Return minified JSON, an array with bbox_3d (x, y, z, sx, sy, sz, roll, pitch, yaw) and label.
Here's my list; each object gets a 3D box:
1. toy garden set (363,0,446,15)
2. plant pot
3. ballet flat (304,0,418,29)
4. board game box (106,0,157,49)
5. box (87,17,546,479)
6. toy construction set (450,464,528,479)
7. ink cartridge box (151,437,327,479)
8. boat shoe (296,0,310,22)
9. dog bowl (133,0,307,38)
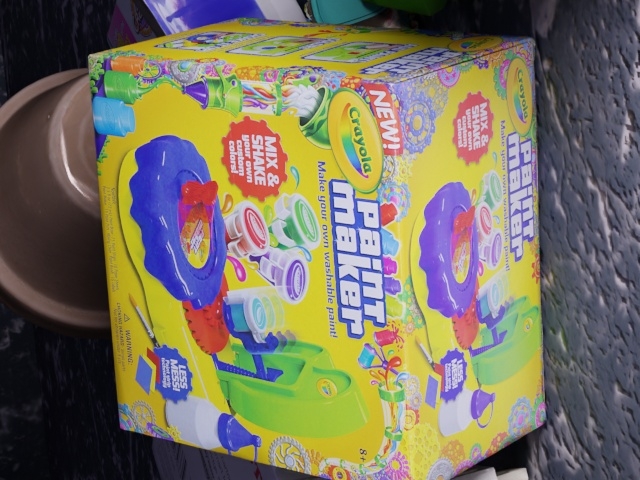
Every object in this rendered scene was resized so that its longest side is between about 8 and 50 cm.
[{"bbox_3d":[0.049,-0.279,1.402,0.204,0.049,0.244,24,143,61],"label":"toy garden set"},{"bbox_3d":[-0.188,-0.056,1.797,0.229,0.263,0.263,140,120,-68],"label":"plant pot"},{"bbox_3d":[0.042,-0.157,1.570,0.077,0.091,0.241,55,-158,-67],"label":"ballet flat"},{"bbox_3d":[-0.126,-0.148,2.040,0.316,0.064,0.242,67,158,18],"label":"board game box"},{"bbox_3d":[0.000,0.000,1.420,0.279,0.177,0.290,8,109,37],"label":"box"},{"bbox_3d":[0.091,0.316,1.509,0.215,0.151,0.327,7,-98,-83],"label":"toy construction set"},{"bbox_3d":[-0.029,0.187,1.792,0.395,0.166,0.285,104,151,-52],"label":"ink cartridge box"},{"bbox_3d":[-0.015,-0.319,1.667,0.258,0.109,0.089,66,158,-6],"label":"boat shoe"},{"bbox_3d":[-0.116,-0.238,1.640,0.265,0.104,0.265,56,177,4],"label":"dog bowl"}]
